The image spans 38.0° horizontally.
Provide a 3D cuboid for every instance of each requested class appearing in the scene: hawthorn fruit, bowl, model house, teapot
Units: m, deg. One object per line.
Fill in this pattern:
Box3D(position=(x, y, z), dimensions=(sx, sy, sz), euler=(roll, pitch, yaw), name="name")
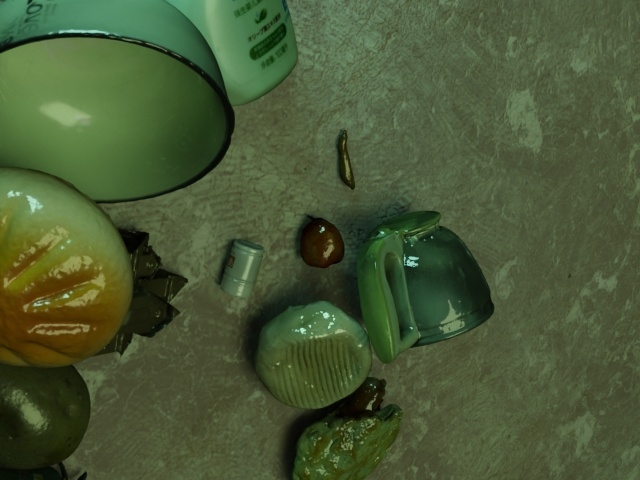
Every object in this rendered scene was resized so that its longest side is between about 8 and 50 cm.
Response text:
Box3D(position=(0.000, 0.000, 1.666), dimensions=(0.081, 0.081, 0.093), euler=(-25, 114, -29), name="hawthorn fruit")
Box3D(position=(-0.292, -0.216, 1.213), dimensions=(0.354, 0.354, 0.185), euler=(27, 48, -43), name="bowl")
Box3D(position=(-0.277, 0.080, 1.437), dimensions=(0.248, 0.176, 0.180), euler=(-9, 115, -54), name="model house")
Box3D(position=(0.152, 0.078, 1.733), dimensions=(0.322, 0.239, 0.239), euler=(-24, 99, -31), name="teapot")

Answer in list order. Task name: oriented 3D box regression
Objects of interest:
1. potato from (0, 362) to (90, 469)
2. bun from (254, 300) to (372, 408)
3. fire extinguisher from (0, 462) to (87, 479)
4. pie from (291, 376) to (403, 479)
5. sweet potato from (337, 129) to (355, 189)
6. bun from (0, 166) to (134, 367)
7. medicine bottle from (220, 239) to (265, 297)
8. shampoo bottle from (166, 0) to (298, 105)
Box3D(position=(-0.447, 0.236, 1.357), dimensions=(0.235, 0.160, 0.177), euler=(52, 54, -30), name="potato")
Box3D(position=(-0.013, 0.197, 1.693), dimensions=(0.231, 0.133, 0.231), euler=(-3, 127, -5), name="bun")
Box3D(position=(-0.490, 0.370, 1.419), dimensions=(0.095, 0.114, 0.311), euler=(-27, 140, 30), name="fire extinguisher")
Box3D(position=(0.056, 0.425, 1.883), dimensions=(0.274, 0.105, 0.257), euler=(-37, 137, -21), name="pie")
Box3D(position=(0.044, -0.143, 1.673), dimensions=(0.026, 0.026, 0.115), euler=(-25, 119, -29), name="sweet potato")
Box3D(position=(-0.402, 0.051, 1.204), dimensions=(0.164, 0.299, 0.298), euler=(-62, 150, -57), name="bun")
Box3D(position=(-0.134, 0.048, 1.589), dimensions=(0.057, 0.057, 0.089), euler=(10, 102, -41), name="medicine bottle")
Box3D(position=(-0.154, -0.378, 1.317), dimensions=(0.222, 0.151, 0.349), euler=(-46, 132, -35), name="shampoo bottle")
